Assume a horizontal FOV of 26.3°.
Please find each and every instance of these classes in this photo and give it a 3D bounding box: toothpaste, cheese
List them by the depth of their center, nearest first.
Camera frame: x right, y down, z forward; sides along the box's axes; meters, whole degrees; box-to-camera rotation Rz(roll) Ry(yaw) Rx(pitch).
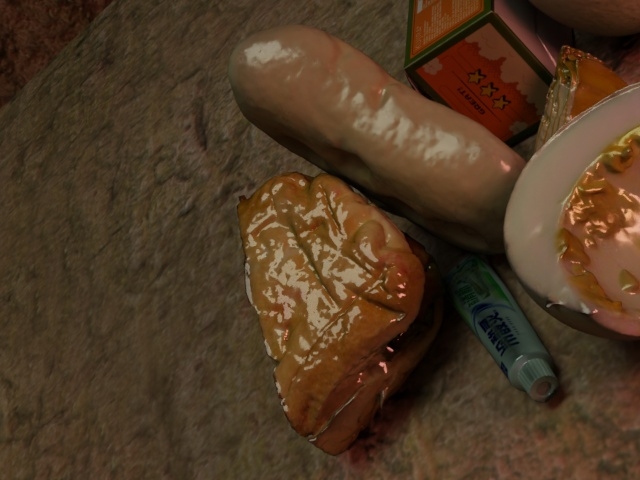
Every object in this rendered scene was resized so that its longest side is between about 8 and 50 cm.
[{"bbox_3d":[0.189,0.086,1.471,0.075,0.048,0.297,-43,26,8],"label":"toothpaste"},{"bbox_3d":[0.086,-0.112,1.540,0.129,0.351,0.328,-58,31,-4],"label":"cheese"}]

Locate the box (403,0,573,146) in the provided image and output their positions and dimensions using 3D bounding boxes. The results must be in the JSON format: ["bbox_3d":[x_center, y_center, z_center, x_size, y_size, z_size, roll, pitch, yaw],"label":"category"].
[{"bbox_3d":[0.209,-0.244,1.706,0.148,0.177,0.195,-31,33,29],"label":"box"}]

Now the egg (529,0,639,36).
[{"bbox_3d":[0.339,-0.340,1.604,0.337,0.201,0.337,-1,33,1],"label":"egg"}]

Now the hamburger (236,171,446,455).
[{"bbox_3d":[0.042,0.062,1.559,0.209,0.162,0.330,-28,55,20],"label":"hamburger"}]

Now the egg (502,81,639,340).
[{"bbox_3d":[0.302,-0.011,1.299,0.206,0.162,0.271,18,69,50],"label":"egg"}]

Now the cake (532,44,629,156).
[{"bbox_3d":[0.277,-0.128,1.541,0.185,0.116,0.080,-45,26,-1],"label":"cake"}]
